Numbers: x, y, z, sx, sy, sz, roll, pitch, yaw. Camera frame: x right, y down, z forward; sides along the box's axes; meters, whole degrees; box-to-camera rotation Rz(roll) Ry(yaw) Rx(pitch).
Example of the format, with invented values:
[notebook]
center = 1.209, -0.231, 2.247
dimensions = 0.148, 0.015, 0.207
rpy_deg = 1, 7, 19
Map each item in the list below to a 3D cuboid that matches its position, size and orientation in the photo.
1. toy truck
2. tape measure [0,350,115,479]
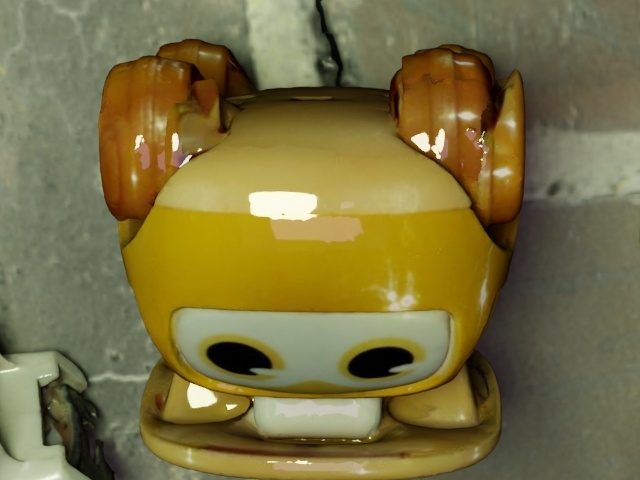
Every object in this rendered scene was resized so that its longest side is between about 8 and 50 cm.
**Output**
[toy truck]
center = 0.000, 0.000, 0.888
dimensions = 0.204, 0.288, 0.212
rpy_deg = 0, 101, 2
[tape measure]
center = -0.297, 0.121, 1.000
dimensions = 0.258, 0.130, 0.265
rpy_deg = -29, 133, 17
